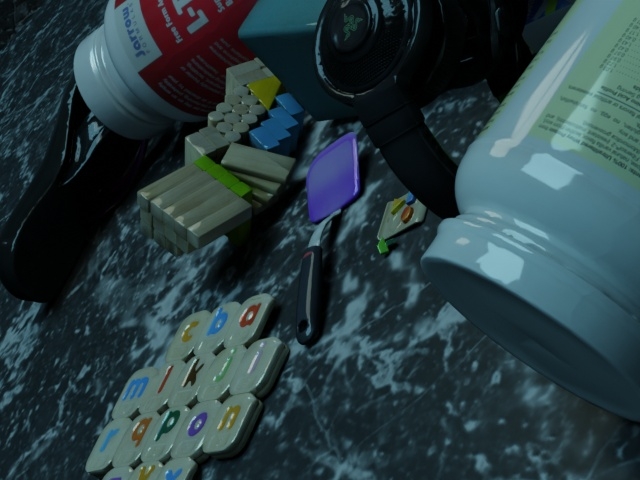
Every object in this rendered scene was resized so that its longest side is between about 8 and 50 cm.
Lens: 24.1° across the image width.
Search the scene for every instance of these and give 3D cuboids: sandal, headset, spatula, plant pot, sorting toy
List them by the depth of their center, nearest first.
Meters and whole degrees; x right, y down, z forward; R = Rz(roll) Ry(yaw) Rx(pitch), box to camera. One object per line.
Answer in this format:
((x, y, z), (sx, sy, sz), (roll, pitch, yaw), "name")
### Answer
((0.108, -0.206, 1.336), (0.185, 0.394, 0.243), (-29, -1, 37), "headset")
((0.083, -0.021, 1.540), (0.062, 0.012, 0.083), (-25, 34, 40), "sorting toy")
((0.000, 0.000, 1.623), (0.084, 0.030, 0.296), (-32, 30, 34), "spatula")
((0.065, -0.251, 1.728), (0.234, 0.165, 0.166), (4, 57, 49), "plant pot")
((-0.327, -0.105, 2.195), (0.107, 0.167, 0.446), (4, 61, 29), "sandal")

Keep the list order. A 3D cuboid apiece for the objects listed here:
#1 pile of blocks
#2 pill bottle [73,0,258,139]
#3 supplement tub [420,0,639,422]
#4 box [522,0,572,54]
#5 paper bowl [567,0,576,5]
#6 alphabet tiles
((-0.096, -0.085, 1.843), (0.113, 0.149, 0.362), (95, -163, -44), "pile of blocks")
((-0.146, -0.305, 2.053), (0.407, 0.229, 0.229), (-30, 31, 35), "pill bottle")
((0.243, -0.058, 1.071), (0.325, 0.235, 0.235), (-54, 26, -9), "supplement tub")
((0.273, -0.262, 1.535), (0.178, 0.042, 0.109), (-22, 36, 43), "box")
((0.258, -0.277, 1.298), (0.148, 0.284, 0.284), (-51, 25, 7), "paper bowl")
((-0.148, 0.184, 1.616), (0.284, 0.021, 0.278), (-18, 40, 48), "alphabet tiles")
